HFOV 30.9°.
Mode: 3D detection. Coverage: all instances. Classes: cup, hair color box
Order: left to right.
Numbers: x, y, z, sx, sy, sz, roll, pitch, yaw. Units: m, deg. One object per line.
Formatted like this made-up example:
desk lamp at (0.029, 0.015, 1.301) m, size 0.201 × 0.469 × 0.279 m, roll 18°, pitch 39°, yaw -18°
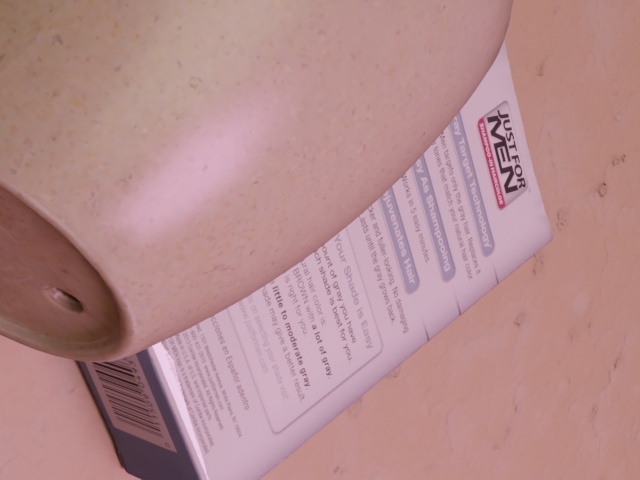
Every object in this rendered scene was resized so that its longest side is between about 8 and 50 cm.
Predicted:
cup at (-0.101, -0.084, 0.558) m, size 0.331 × 0.331 × 0.237 m, roll 52°, pitch 53°, yaw -34°
hair color box at (0.000, 0.000, 0.834) m, size 0.374 × 0.113 × 0.185 m, roll -34°, pitch 117°, yaw -33°
